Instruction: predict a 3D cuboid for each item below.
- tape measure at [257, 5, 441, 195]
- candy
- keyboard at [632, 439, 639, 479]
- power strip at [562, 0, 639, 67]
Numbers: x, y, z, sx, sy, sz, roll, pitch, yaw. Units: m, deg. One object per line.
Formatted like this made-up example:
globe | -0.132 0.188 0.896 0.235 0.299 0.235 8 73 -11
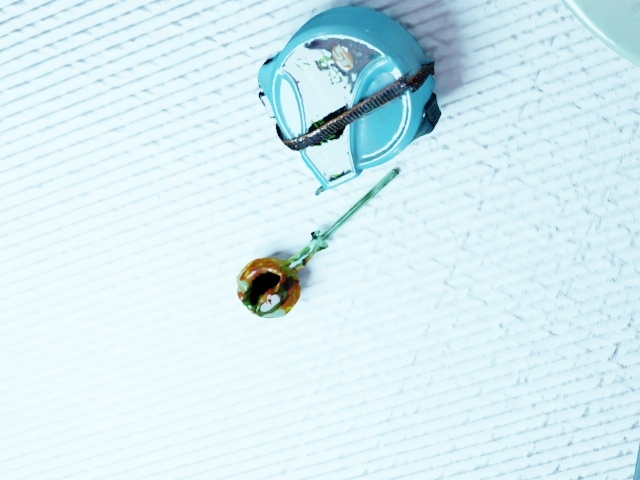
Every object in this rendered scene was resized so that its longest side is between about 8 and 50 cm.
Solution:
tape measure | 0.021 -0.119 1.498 0.146 0.081 0.125 -27 105 26
candy | 0.000 0.000 1.586 0.055 0.049 0.184 43 111 -11
keyboard | 0.350 0.205 1.564 0.176 0.014 0.055 12 116 14
power strip | 0.307 -0.266 1.292 0.357 0.161 0.357 7 116 15
